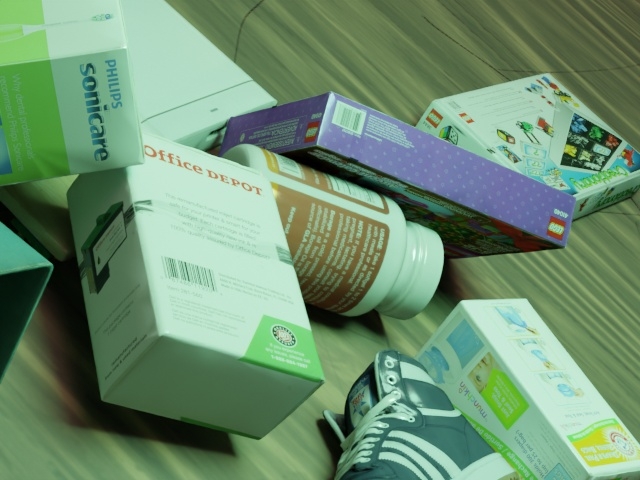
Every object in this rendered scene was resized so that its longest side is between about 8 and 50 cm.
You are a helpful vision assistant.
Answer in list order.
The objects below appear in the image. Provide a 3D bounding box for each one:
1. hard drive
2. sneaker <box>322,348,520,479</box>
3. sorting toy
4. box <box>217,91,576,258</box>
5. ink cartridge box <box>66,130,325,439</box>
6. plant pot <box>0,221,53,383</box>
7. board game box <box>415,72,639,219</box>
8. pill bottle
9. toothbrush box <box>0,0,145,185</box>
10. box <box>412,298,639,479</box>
[{"bbox_3d":[-0.232,-0.219,1.770,0.353,0.047,0.233,41,30,11],"label":"hard drive"},{"bbox_3d":[0.042,0.177,1.419,0.153,0.099,0.282,52,26,18],"label":"sneaker"},{"bbox_3d":[-0.226,-0.030,1.495,0.274,0.046,0.132,44,30,10],"label":"sorting toy"},{"bbox_3d":[0.073,-0.056,1.707,0.293,0.201,0.057,21,77,-27],"label":"box"},{"bbox_3d":[-0.104,0.033,1.406,0.160,0.092,0.219,19,39,-35],"label":"ink cartridge box"},{"bbox_3d":[-0.339,0.019,1.197,0.234,0.165,0.165,42,29,25],"label":"plant pot"},{"bbox_3d":[0.265,-0.110,2.125,0.193,0.053,0.305,45,30,18],"label":"board game box"},{"bbox_3d":[0.000,0.000,1.616,0.216,0.121,0.121,20,32,-26],"label":"pill bottle"},{"bbox_3d":[-0.294,-0.144,1.385,0.283,0.122,0.206,-11,42,-6],"label":"toothbrush box"},{"bbox_3d":[0.180,0.163,1.570,0.103,0.114,0.203,1,44,-48],"label":"box"}]
